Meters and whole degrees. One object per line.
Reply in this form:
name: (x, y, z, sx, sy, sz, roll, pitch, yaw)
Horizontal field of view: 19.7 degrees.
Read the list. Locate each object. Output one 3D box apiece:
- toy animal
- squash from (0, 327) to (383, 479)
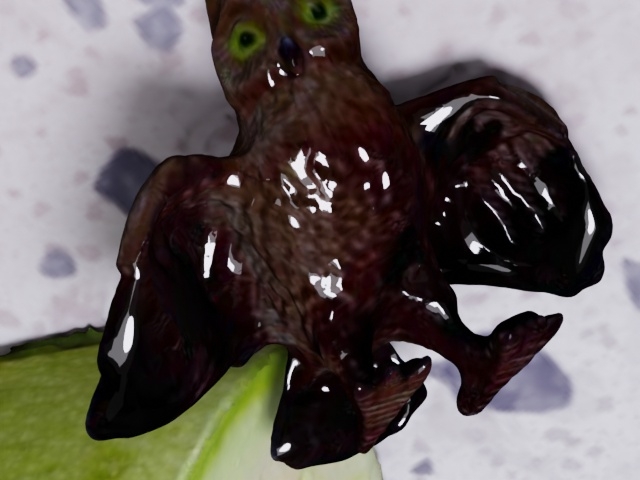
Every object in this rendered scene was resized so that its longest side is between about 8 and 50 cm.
toy animal: (-0.002, -0.008, 0.693, 0.218, 0.116, 0.179, -18, 84, -20)
squash: (-0.143, 0.163, 0.832, 0.309, 0.210, 0.234, 4, 131, 33)
